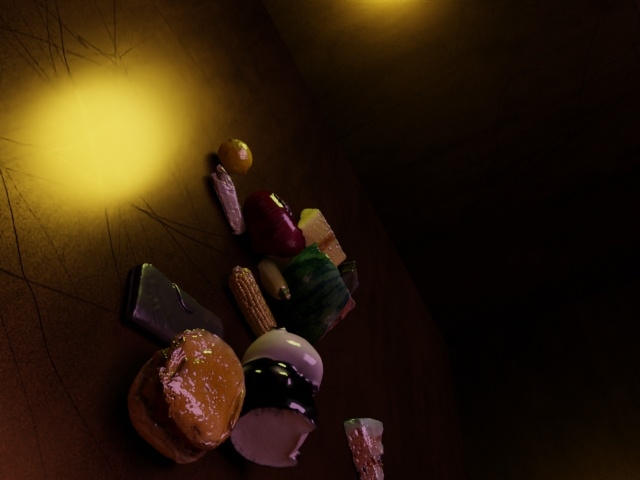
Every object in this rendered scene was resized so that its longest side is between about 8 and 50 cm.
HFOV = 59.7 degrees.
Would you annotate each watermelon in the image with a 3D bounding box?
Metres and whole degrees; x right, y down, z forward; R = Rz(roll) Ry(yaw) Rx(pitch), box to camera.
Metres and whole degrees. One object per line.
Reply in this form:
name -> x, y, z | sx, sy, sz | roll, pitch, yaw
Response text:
watermelon -> 0.158, 0.734, 1.929 | 0.154, 0.094, 0.241 | 31, 42, -50
watermelon -> 0.002, 0.139, 1.815 | 0.319, 0.222, 0.292 | -30, 76, -39

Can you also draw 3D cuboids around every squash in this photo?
squash -> -0.148, 0.141, 1.780 | 0.200, 0.075, 0.090 | -125, -163, -50

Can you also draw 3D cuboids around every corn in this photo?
corn -> -0.194, 0.183, 1.588 | 0.238, 0.080, 0.080 | 67, 18, -9

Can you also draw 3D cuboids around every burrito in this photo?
burrito -> -0.288, -0.125, 1.743 | 0.058, 0.063, 0.229 | 2, -68, 66

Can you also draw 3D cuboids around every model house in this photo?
model house -> 0.111, 0.149, 2.412 | 0.106, 0.165, 0.152 | 40, 26, -21

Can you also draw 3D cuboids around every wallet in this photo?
wallet -> -0.322, 0.184, 1.279 | 0.309, 0.042, 0.165 | 50, 26, -42

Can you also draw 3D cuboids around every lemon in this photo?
lemon -> -0.282, -0.275, 1.847 | 0.109, 0.109, 0.133 | -74, 147, -63

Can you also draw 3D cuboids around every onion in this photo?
onion -> -0.156, -0.045, 1.803 | 0.161, 0.248, 0.248 | -42, 112, -35

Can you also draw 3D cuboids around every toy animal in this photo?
toy animal -> -0.112, 0.359, 1.362 | 0.251, 0.251, 0.310 | 59, 12, -24

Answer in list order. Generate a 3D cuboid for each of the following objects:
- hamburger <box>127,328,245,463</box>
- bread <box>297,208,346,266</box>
hamburger -> -0.264, 0.310, 1.107 | 0.244, 0.163, 0.244 | 44, 32, -36
bread -> 0.000, 0.000, 2.330 | 0.266, 0.142, 0.178 | 56, 36, -24
